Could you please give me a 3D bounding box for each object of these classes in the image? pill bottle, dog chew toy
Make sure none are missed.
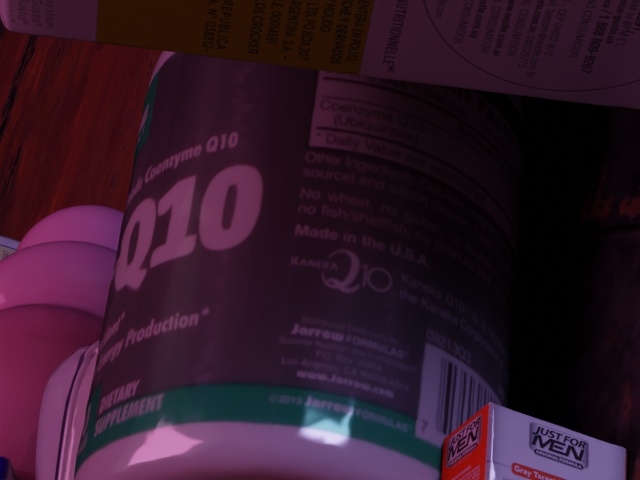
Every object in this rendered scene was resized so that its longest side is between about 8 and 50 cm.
[{"bbox_3d":[0.000,0.000,1.010,0.204,0.204,0.361,-46,30,51],"label":"pill bottle"},{"bbox_3d":[-0.193,0.096,1.497,0.207,0.206,0.332,-56,14,36],"label":"dog chew toy"}]

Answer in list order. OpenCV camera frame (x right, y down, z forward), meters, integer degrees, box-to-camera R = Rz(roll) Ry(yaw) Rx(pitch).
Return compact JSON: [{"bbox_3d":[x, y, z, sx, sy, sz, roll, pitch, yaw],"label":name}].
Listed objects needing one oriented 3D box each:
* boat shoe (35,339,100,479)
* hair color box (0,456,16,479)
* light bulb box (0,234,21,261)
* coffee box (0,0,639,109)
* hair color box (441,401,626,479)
[{"bbox_3d":[-0.083,0.217,1.155,0.156,0.135,0.367,-25,54,43],"label":"boat shoe"},{"bbox_3d":[-0.227,0.316,1.263,0.185,0.110,0.339,-90,-2,-45],"label":"hair color box"},{"bbox_3d":[-0.366,0.169,1.637,0.358,0.361,0.225,-90,25,-45],"label":"light bulb box"},{"bbox_3d":[0.052,-0.297,0.835,0.338,0.334,0.338,102,173,-50],"label":"coffee box"},{"bbox_3d":[0.087,0.146,0.823,0.043,0.072,0.141,-47,29,51],"label":"hair color box"}]
